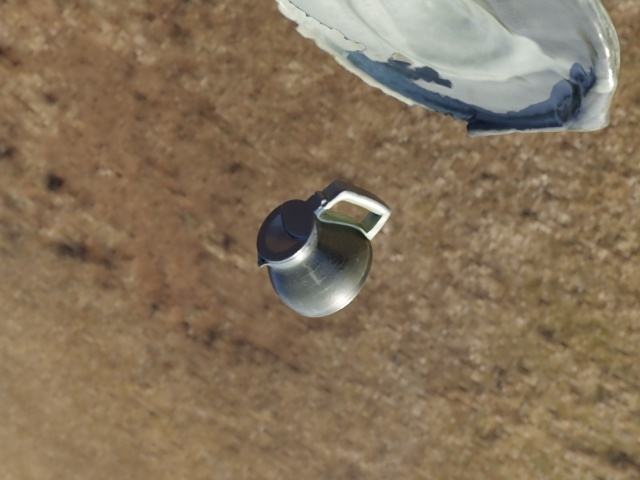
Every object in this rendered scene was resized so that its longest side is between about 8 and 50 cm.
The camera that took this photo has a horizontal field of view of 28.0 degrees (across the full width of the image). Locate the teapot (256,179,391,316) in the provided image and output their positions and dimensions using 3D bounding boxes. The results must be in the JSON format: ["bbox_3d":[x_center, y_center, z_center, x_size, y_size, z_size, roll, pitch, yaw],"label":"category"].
[{"bbox_3d":[0.000,0.000,0.781,0.057,0.088,0.066,42,-171,-44],"label":"teapot"}]

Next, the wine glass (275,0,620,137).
[{"bbox_3d":[0.081,-0.161,0.403,0.126,0.241,0.126,24,161,9],"label":"wine glass"}]
